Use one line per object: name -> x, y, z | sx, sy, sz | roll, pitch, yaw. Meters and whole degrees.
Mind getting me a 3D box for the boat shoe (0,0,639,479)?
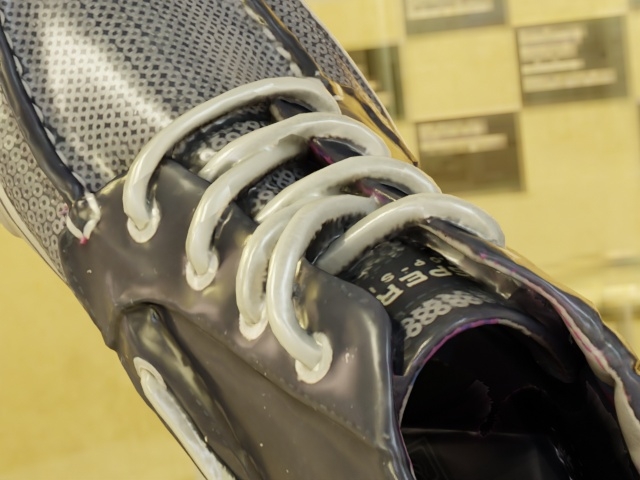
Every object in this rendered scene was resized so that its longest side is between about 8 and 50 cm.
boat shoe -> 0.000, 0.000, 0.545 | 0.127, 0.340, 0.158 | -35, -6, -18
